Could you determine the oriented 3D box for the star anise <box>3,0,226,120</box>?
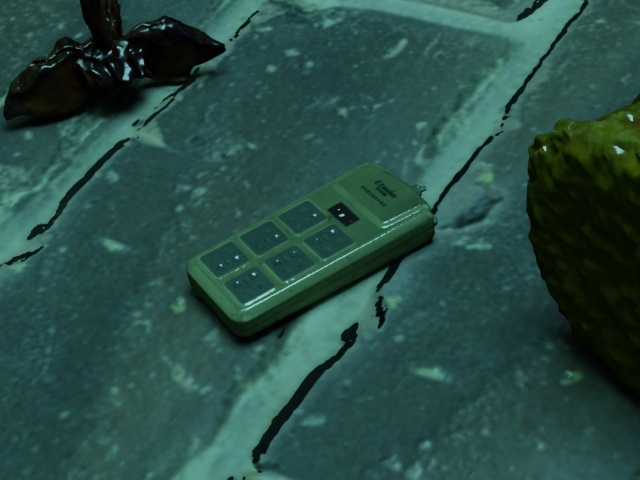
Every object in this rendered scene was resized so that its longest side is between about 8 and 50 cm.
[{"bbox_3d":[-0.171,-0.168,1.009,0.140,0.144,0.158,14,48,35],"label":"star anise"}]

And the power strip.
[{"bbox_3d":[0.000,0.000,0.870,0.169,0.028,0.076,-29,44,-20],"label":"power strip"}]

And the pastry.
[{"bbox_3d":[0.201,0.002,0.720,0.103,0.189,0.189,-27,45,-23],"label":"pastry"}]
